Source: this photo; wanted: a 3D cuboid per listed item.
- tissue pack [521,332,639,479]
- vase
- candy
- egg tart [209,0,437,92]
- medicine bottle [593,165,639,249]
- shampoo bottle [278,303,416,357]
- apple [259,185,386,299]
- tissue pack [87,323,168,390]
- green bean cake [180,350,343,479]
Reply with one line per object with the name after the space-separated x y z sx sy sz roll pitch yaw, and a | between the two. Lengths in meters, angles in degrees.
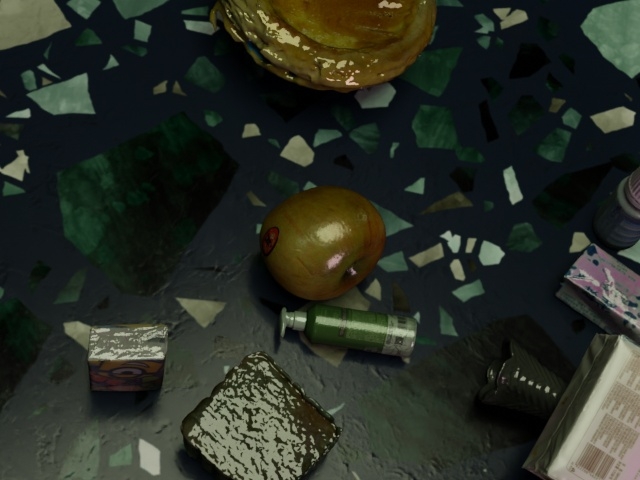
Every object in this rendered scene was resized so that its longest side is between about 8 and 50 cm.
0.426 0.271 1.777 0.185 0.124 0.225 32 82 -5 | tissue pack
0.362 0.244 1.881 0.237 0.115 0.115 27 64 0 | vase
0.458 0.086 1.982 0.160 0.073 0.092 36 63 8 | candy
0.003 -0.393 2.076 0.387 0.169 0.388 6 64 -11 | egg tart
0.496 -0.060 1.984 0.083 0.203 0.083 3 66 -6 | medicine bottle
0.038 0.133 1.895 0.204 0.065 0.065 9 64 -5 | shampoo bottle
0.000 0.000 1.891 0.182 0.182 0.155 -32 60 -21 | apple
-0.271 0.165 1.780 0.108 0.148 0.060 0 67 -9 | tissue pack
-0.086 0.275 1.790 0.181 0.094 0.173 40 66 9 | green bean cake
